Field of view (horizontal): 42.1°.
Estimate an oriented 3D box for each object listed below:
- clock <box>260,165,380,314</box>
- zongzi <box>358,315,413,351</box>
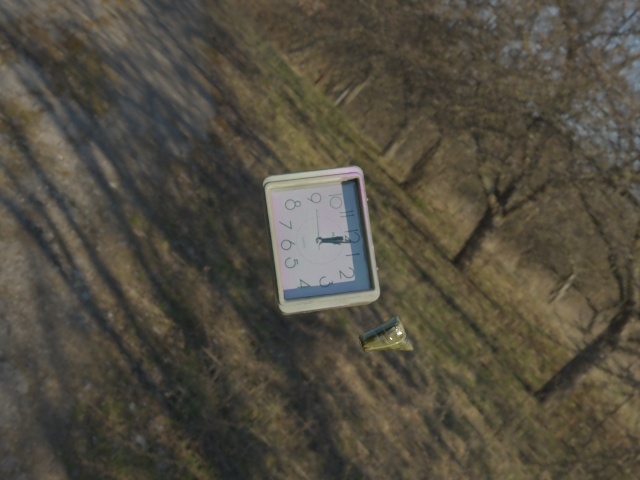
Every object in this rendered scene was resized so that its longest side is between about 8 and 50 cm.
[{"bbox_3d":[0.000,0.000,1.155,0.071,0.146,0.192,128,-45,-81],"label":"clock"},{"bbox_3d":[0.107,0.169,1.357,0.083,0.076,0.040,63,1,-43],"label":"zongzi"}]
